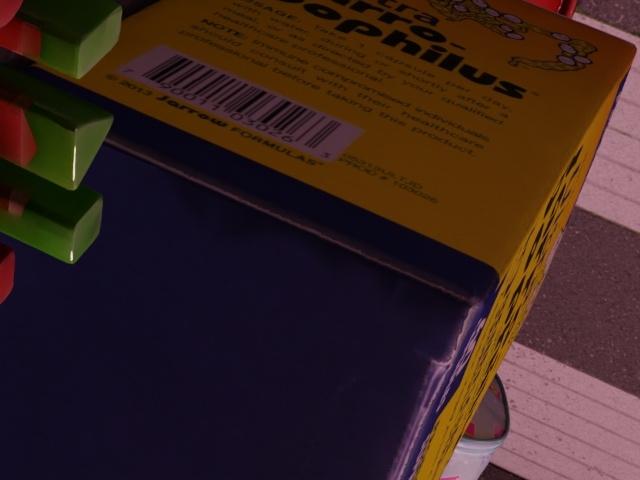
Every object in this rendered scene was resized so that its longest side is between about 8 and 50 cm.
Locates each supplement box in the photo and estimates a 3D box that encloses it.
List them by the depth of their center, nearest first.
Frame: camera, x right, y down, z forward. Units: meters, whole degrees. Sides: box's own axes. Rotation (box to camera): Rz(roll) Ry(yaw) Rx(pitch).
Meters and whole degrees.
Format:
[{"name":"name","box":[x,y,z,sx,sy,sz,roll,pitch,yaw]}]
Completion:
[{"name":"supplement box","box":[0.000,0.000,0.692,0.356,0.195,0.194,-47,159,-61]}]

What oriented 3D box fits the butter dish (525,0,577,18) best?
[{"name":"butter dish","box":[0.100,-0.202,0.987,0.160,0.118,0.160,102,-24,-43]}]

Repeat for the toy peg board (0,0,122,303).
[{"name":"toy peg board","box":[-0.117,-0.025,0.382,0.161,0.079,0.161,-56,165,-44]}]

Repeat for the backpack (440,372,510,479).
[{"name":"backpack","box":[0.031,0.086,0.937,0.144,0.188,0.166,-53,-169,17]}]
